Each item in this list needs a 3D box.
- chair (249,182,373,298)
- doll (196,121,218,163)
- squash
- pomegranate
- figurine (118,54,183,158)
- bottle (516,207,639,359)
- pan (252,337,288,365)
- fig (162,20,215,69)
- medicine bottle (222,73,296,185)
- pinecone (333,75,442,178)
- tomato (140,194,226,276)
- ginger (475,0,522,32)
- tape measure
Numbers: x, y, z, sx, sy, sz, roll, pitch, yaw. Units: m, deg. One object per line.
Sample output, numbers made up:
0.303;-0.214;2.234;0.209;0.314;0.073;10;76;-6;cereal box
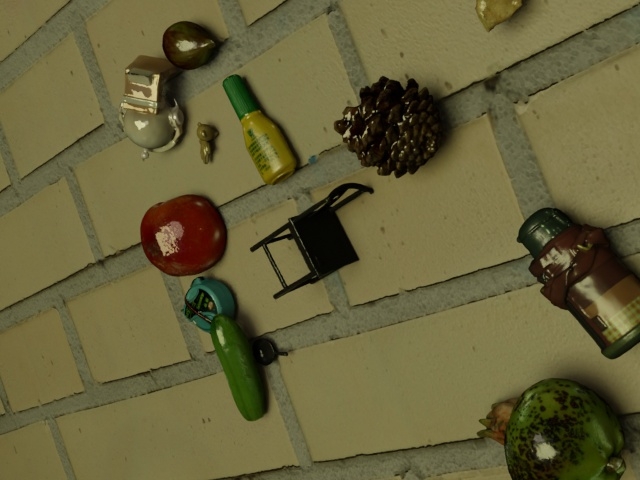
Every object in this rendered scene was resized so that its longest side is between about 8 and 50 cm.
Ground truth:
0.000;0.000;1.601;0.260;0.154;0.141;-32;82;39;chair
-0.277;-0.231;1.811;0.061;0.051;0.093;55;128;49;doll
-0.192;0.309;1.831;0.082;0.082;0.292;-5;110;37;squash
0.417;0.354;1.372;0.204;0.276;0.222;13;88;-6;pomegranate
-0.408;-0.317;1.844;0.162;0.141;0.237;9;118;12;figurine
0.447;0.058;1.288;0.271;0.143;0.156;51;125;17;bottle
-0.114;0.265;1.820;0.115;0.023;0.068;-1;99;39;pan
-0.291;-0.447;1.739;0.154;0.103;0.109;0;123;45;fig
-0.142;-0.250;1.697;0.095;0.064;0.260;-34;80;34;medicine bottle
0.130;-0.221;1.443;0.184;0.179;0.204;-48;52;11;pinecone
-0.355;-0.001;1.865;0.233;0.139;0.200;-17;96;37;tomato
0.290;-0.577;1.289;0.363;0.122;0.348;-45;76;28;ginger
-0.274;0.159;1.879;0.146;0.081;0.125;36;123;24;tape measure
